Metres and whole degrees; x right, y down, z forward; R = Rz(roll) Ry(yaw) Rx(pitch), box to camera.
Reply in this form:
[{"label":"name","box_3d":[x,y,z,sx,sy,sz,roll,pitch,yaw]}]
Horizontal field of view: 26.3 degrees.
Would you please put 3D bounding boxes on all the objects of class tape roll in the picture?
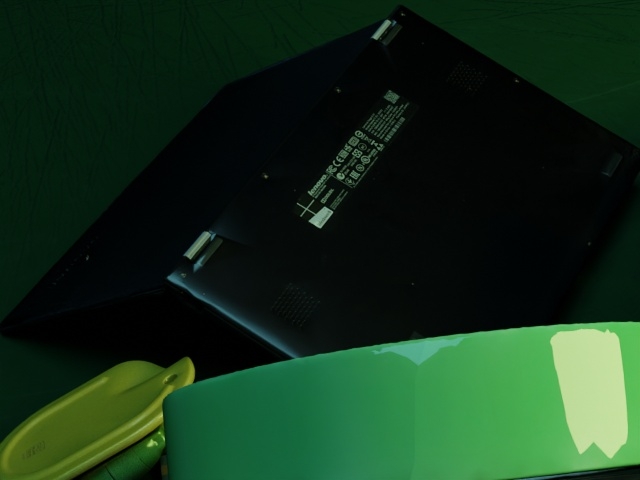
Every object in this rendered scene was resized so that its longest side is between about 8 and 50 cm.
[{"label":"tape roll","box_3d":[0.068,0.114,0.820,0.321,0.321,0.077,-7,78,5]}]

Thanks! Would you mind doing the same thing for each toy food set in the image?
[{"label":"toy food set","box_3d":[-0.179,0.170,1.038,0.218,0.071,0.128,-29,23,-3]}]

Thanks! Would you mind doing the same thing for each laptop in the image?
[{"label":"laptop","box_3d":[0.000,0.000,1.201,0.408,0.236,0.382,32,54,8]}]

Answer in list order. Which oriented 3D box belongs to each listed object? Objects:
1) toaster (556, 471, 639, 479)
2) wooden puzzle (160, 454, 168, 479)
[{"label":"toaster","box_3d":[0.130,0.209,0.787,0.168,0.186,0.110,-1,65,-27]},{"label":"wooden puzzle","box_3d":[-0.098,0.181,1.054,0.049,0.006,0.083,-12,42,0]}]
